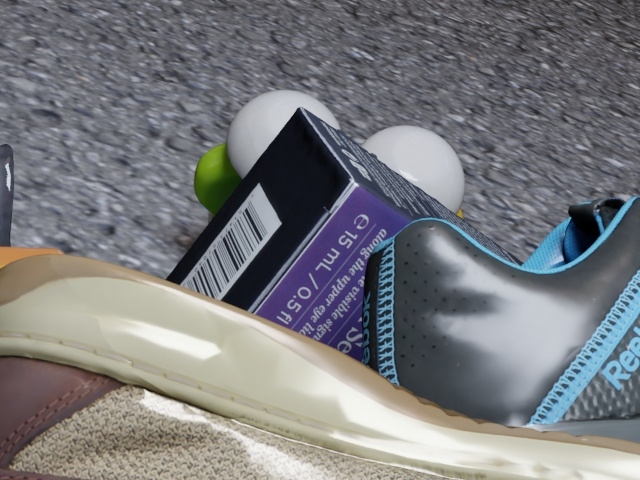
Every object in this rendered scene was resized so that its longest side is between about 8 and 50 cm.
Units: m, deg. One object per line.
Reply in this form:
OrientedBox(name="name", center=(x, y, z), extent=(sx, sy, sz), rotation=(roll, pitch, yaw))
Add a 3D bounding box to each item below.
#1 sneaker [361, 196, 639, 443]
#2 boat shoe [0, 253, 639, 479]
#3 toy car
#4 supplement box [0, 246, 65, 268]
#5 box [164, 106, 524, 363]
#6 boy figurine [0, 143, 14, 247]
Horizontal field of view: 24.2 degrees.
OrientedBox(name="sneaker", center=(0.174, 0.038, 0.636), extent=(0.341, 0.125, 0.139), rotation=(-7, 77, -29))
OrientedBox(name="boat shoe", center=(0.037, 0.120, 0.449), extent=(0.342, 0.123, 0.123), rotation=(22, 61, -2))
OrientedBox(name="toy car", center=(0.000, 0.000, 0.971), extent=(0.182, 0.159, 0.136), rotation=(16, 60, -4))
OrientedBox(name="supplement box", center=(-0.134, 0.089, 0.729), extent=(0.078, 0.080, 0.233), rotation=(3, 26, -30))
OrientedBox(name="box", center=(0.033, 0.061, 0.725), extent=(0.207, 0.153, 0.108), rotation=(32, 12, -24))
OrientedBox(name="boy figurine", center=(-0.311, -0.025, 0.804), extent=(0.285, 0.092, 0.177), rotation=(4, -10, -24))
